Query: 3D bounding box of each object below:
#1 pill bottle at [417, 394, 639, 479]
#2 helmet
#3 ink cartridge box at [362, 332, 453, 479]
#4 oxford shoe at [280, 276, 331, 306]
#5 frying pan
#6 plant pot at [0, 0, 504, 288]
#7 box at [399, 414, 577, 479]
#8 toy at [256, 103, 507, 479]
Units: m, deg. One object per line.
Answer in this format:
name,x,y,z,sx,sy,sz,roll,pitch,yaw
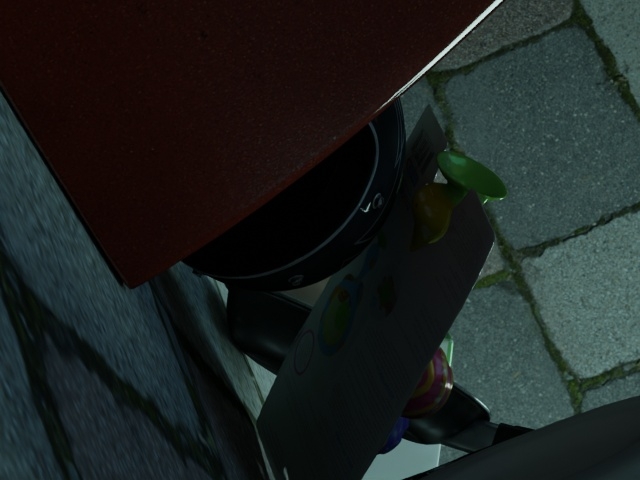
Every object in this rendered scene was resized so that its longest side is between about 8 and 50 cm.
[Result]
pill bottle,0.162,0.266,0.813,0.204,0.204,0.361,-59,128,-88
helmet,-0.032,-0.058,0.968,0.161,0.169,0.169,60,4,-27
ink cartridge box,0.067,0.133,1.855,0.219,0.092,0.160,-107,-158,-71
oxford shoe,-0.045,-0.021,1.435,0.133,0.130,0.364,-58,140,-48
frying pan,0.074,0.113,1.192,0.326,0.053,0.197,30,-9,-11
plant pot,-0.050,-0.190,0.781,0.267,0.235,0.267,65,3,-49
box,0.130,0.255,1.003,0.165,0.143,0.270,-24,92,-81
toy,0.042,0.059,0.998,0.137,0.056,0.237,-111,-141,-54
